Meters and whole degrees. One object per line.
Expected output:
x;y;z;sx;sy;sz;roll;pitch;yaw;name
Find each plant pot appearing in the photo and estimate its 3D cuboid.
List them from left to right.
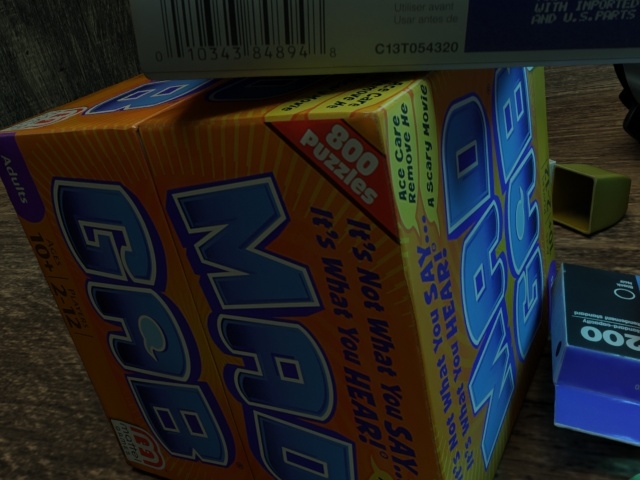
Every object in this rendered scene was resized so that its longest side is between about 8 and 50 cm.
0.379;-0.064;0.901;0.083;0.081;0.081;-11;23;-20;plant pot

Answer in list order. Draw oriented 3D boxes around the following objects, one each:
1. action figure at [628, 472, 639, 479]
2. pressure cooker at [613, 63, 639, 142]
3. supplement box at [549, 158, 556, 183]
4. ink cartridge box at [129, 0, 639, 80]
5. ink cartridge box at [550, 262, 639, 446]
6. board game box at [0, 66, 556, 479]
0.257;0.229;0.364;0.137;0.063;0.232;-18;28;-12;action figure
0.643;-0.312;0.933;0.370;0.375;0.420;-17;26;0;pressure cooker
0.309;-0.081;0.989;0.098;0.062;0.036;-19;24;-12;supplement box
0.052;-0.207;0.502;0.324;0.071;0.330;-3;32;0;ink cartridge box
0.311;0.102;0.567;0.206;0.045;0.208;11;32;13;ink cartridge box
0.000;0.000;0.626;0.356;0.356;0.356;3;29;31;board game box
